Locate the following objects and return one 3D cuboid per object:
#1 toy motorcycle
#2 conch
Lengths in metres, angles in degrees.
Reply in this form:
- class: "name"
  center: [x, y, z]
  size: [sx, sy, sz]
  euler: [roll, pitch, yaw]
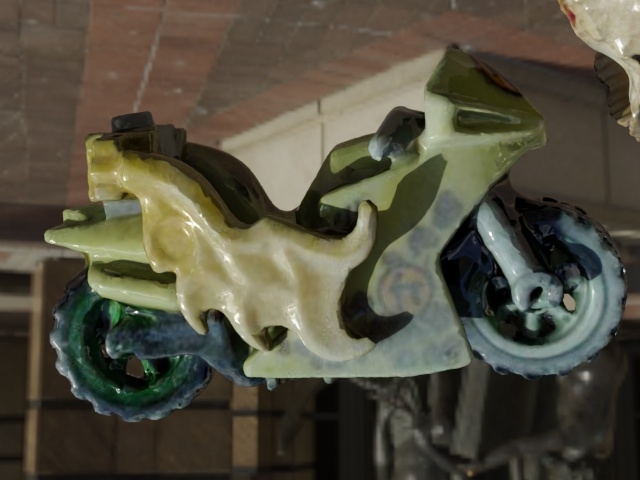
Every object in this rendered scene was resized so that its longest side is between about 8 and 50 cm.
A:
- class: "toy motorcycle"
  center: [0.000, 0.000, 0.773]
  size: [0.410, 0.236, 0.169]
  euler: [-8, -175, 6]
- class: "conch"
  center: [0.211, -0.157, 0.713]
  size: [0.163, 0.178, 0.245]
  euler: [10, -164, -6]
